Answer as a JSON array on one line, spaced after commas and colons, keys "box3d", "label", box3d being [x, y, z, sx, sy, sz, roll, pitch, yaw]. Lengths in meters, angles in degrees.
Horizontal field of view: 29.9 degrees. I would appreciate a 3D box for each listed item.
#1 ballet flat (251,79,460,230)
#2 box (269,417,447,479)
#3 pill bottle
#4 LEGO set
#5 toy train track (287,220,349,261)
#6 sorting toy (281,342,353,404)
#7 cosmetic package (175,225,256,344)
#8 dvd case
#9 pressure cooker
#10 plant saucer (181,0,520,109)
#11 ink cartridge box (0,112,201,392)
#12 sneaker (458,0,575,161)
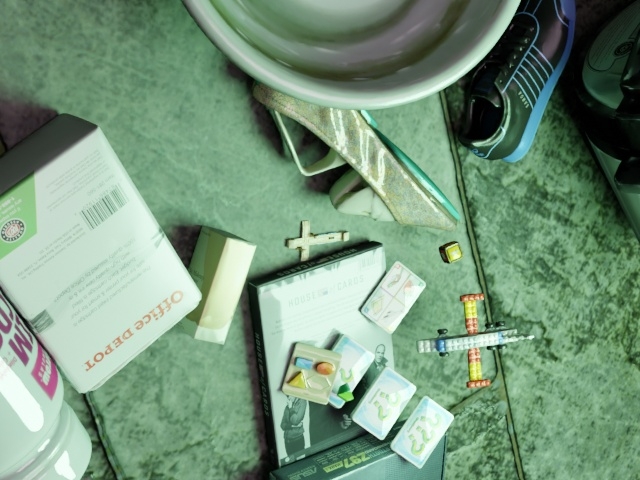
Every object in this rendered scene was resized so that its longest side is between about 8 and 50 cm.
[{"box3d": [0.034, -0.095, 1.336, 0.106, 0.107, 0.316, -40, 120, 6], "label": "ballet flat"}, {"box3d": [0.046, 0.333, 1.471, 0.233, 0.059, 0.183, -15, 121, -32], "label": "box"}, {"box3d": [-0.337, 0.123, 1.093, 0.160, 0.160, 0.283, -40, 123, -19], "label": "pill bottle"}, {"box3d": [0.127, 0.126, 1.411, 0.182, 0.060, 0.244, 38, 81, -15], "label": "LEGO set"}, {"box3d": [0.000, 0.000, 1.381, 0.083, 0.014, 0.048, -8, 109, -33], "label": "toy train track"}, {"box3d": [0.003, 0.157, 1.375, 0.083, 0.012, 0.062, 16, 94, -11], "label": "sorting toy"}, {"box3d": [-0.116, 0.047, 1.287, 0.041, 0.060, 0.115, 16, 94, -37], "label": "cosmetic package"}, {"box3d": [0.008, 0.135, 1.418, 0.179, 0.029, 0.238, -18, 113, -29], "label": "dvd case"}, {"box3d": [0.517, -0.160, 1.458, 0.375, 0.370, 0.420, -26, 121, 13], "label": "pressure cooker"}, {"box3d": [0.020, -0.328, 1.201, 0.400, 0.100, 0.400, 0, 91, -19], "label": "plant saucer"}, {"box3d": [-0.241, 0.013, 1.168, 0.160, 0.092, 0.219, -39, 122, -19], "label": "ink cartridge box"}, {"box3d": [0.234, -0.208, 1.437, 0.090, 0.081, 0.232, 7, 101, -43], "label": "sneaker"}]
